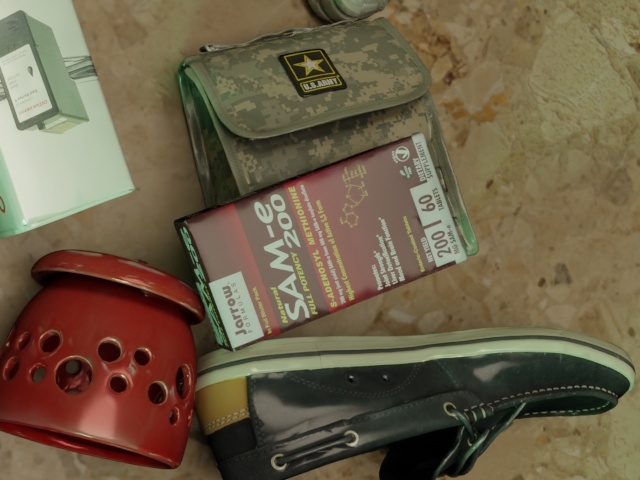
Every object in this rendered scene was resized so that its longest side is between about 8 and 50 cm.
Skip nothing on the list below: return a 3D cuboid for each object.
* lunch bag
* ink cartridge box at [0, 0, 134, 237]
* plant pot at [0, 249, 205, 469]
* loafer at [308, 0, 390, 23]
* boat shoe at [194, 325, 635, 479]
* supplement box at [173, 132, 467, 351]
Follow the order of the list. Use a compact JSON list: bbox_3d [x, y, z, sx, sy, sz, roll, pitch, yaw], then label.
[{"bbox_3d":[0.000,-0.084,1.359,0.235,0.169,0.287,-16,87,-21],"label":"lunch bag"},{"bbox_3d":[-0.289,-0.147,1.201,0.114,0.198,0.273,-21,97,-26],"label":"ink cartridge box"},{"bbox_3d":[-0.201,0.111,1.239,0.191,0.191,0.174,22,73,-23],"label":"plant pot"},{"bbox_3d":[-0.003,-0.390,1.407,0.111,0.112,0.319,-31,108,-29],"label":"loafer"},{"bbox_3d":[0.108,0.181,1.372,0.500,0.187,0.156,-1,70,-25],"label":"boat shoe"},{"bbox_3d":[0.000,0.000,1.229,0.239,0.073,0.130,-22,95,-13],"label":"supplement box"}]
